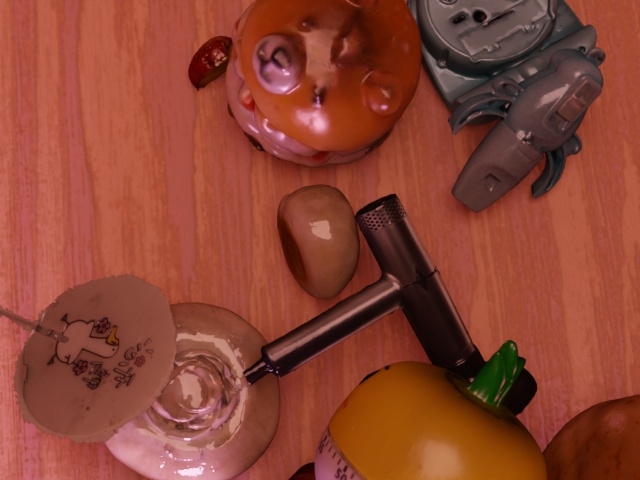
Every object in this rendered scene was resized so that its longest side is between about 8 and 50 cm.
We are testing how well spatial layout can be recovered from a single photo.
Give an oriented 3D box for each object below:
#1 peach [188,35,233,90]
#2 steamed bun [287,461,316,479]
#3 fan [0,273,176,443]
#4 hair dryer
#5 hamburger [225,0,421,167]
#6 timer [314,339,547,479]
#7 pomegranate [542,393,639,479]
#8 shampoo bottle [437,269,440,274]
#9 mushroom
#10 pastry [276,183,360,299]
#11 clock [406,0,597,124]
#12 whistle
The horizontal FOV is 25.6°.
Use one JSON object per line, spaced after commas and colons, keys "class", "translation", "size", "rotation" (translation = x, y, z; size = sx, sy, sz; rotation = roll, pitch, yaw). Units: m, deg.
{"class": "peach", "translation": [-0.151, -0.253, 1.970], "size": [0.050, 0.077, 0.083], "rotation": [50, 126, 5]}
{"class": "steamed bun", "translation": [0.058, 0.468, 1.716], "size": [0.235, 0.248, 0.379], "rotation": [-43, 61, -12]}
{"class": "fan", "translation": [-0.349, 0.121, 1.818], "size": [0.415, 0.012, 0.233], "rotation": [21, 69, 33]}
{"class": "hair dryer", "translation": [0.072, 0.143, 1.805], "size": [0.284, 0.155, 0.320], "rotation": [-36, 98, 7]}
{"class": "hamburger", "translation": [0.013, -0.235, 1.854], "size": [0.276, 0.237, 0.276], "rotation": [1, 85, -15]}
{"class": "timer", "translation": [0.154, 0.228, 1.611], "size": [0.285, 0.285, 0.285], "rotation": [0, 78, 0]}
{"class": "pomegranate", "translation": [0.422, 0.352, 1.704], "size": [0.410, 0.410, 0.410], "rotation": [0, 78, 0]}
{"class": "shampoo bottle", "translation": [0.145, 0.068, 1.912], "size": [0.048, 0.027, 0.137], "rotation": [-15, 78, -3]}
{"class": "mushroom", "translation": [-0.167, 0.198, 1.800], "size": [0.246, 0.202, 0.246], "rotation": [1, 83, -10]}
{"class": "pastry", "translation": [0.000, 0.000, 1.866], "size": [0.092, 0.156, 0.156], "rotation": [-15, 79, -9]}
{"class": "clock", "translation": [0.230, -0.315, 1.958], "size": [0.224, 0.094, 0.274], "rotation": [-31, 81, -7]}
{"class": "whistle", "translation": [0.282, -0.150, 1.874], "size": [0.186, 0.093, 0.274], "rotation": [35, 104, -29]}
